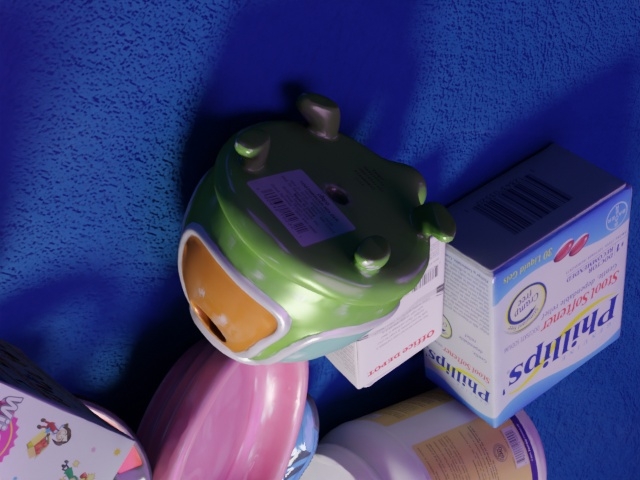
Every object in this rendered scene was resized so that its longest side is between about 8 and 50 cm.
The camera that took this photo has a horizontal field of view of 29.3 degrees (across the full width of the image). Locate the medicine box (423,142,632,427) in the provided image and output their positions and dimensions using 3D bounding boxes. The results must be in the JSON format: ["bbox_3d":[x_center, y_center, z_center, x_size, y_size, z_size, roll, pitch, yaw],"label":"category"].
[{"bbox_3d":[0.279,0.061,1.682,0.263,0.149,0.289,-31,134,-25],"label":"medicine box"}]

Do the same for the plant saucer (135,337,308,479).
[{"bbox_3d":[-0.123,0.238,1.405,0.332,0.084,0.332,-52,153,-42],"label":"plant saucer"}]

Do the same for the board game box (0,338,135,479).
[{"bbox_3d":[-0.326,0.105,0.950,0.303,0.224,0.097,34,84,-42],"label":"board game box"}]

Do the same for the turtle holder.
[{"bbox_3d":[-0.017,-0.007,1.280,0.227,0.243,0.320,-54,-172,33],"label":"turtle holder"}]

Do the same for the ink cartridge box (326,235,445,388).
[{"bbox_3d":[0.076,0.067,1.539,0.148,0.086,0.203,-31,142,-25],"label":"ink cartridge box"}]

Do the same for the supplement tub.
[{"bbox_3d":[0.132,0.348,1.732,0.331,0.241,0.241,-14,132,-40],"label":"supplement tub"}]

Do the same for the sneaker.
[{"bbox_3d":[-0.067,0.290,1.608,0.082,0.069,0.209,-1,123,-43],"label":"sneaker"}]

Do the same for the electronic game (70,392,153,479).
[{"bbox_3d":[-0.275,0.255,1.191,0.229,0.048,0.229,-6,106,-20],"label":"electronic game"}]
